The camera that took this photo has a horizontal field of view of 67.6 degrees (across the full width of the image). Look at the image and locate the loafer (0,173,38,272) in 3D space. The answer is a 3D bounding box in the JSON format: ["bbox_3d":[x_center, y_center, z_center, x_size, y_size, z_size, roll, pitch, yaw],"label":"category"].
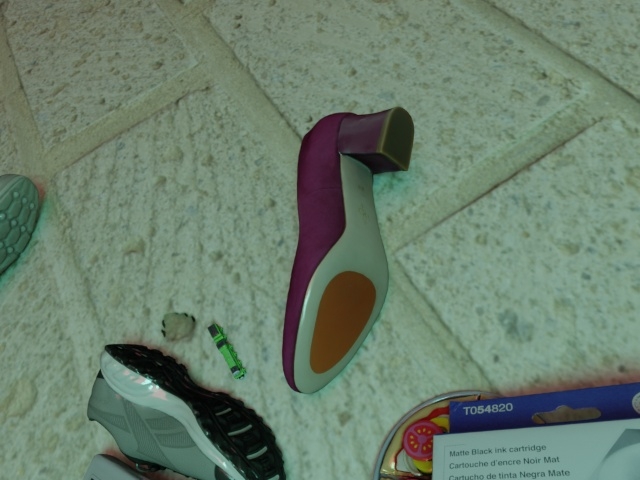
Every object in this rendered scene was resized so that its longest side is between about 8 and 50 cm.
[{"bbox_3d":[-0.550,0.032,0.724,0.112,0.112,0.319,16,67,13],"label":"loafer"}]

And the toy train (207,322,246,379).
[{"bbox_3d":[-0.119,0.139,0.604,0.017,0.023,0.083,-35,59,-6],"label":"toy train"}]

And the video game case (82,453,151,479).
[{"bbox_3d":[-0.192,0.395,0.406,0.300,0.036,0.329,1,61,41],"label":"video game case"}]

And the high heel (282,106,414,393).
[{"bbox_3d":[0.000,0.000,0.629,0.181,0.127,0.377,1,62,48],"label":"high heel"}]

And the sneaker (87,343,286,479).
[{"bbox_3d":[-0.155,0.219,0.539,0.272,0.100,0.108,25,90,25],"label":"sneaker"}]

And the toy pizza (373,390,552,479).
[{"bbox_3d":[0.144,0.231,0.447,0.201,0.032,0.201,-14,42,13],"label":"toy pizza"}]

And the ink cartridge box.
[{"bbox_3d":[0.193,0.191,0.357,0.223,0.045,0.224,-17,29,26],"label":"ink cartridge box"}]
